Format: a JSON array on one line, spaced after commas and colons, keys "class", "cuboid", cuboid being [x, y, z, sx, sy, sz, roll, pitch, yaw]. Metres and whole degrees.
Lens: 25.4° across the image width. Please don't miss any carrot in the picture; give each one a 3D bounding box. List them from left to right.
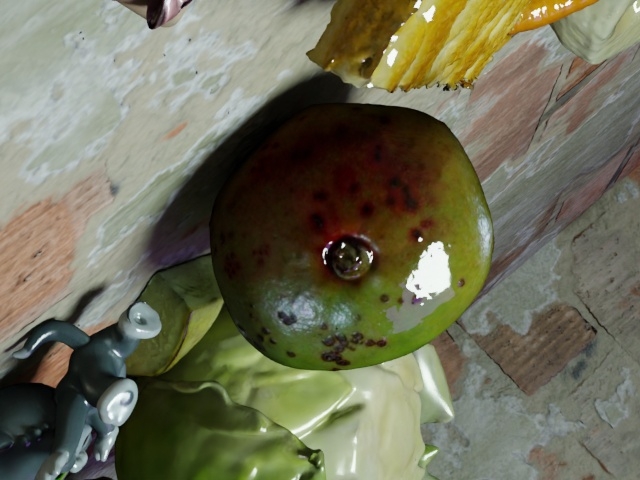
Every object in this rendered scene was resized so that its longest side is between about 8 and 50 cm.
[{"class": "carrot", "cuboid": [0.287, -0.279, 1.555, 0.257, 0.061, 0.061, -16, 168, 8]}]

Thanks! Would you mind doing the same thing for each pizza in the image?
[{"class": "pizza", "cuboid": [0.121, -0.244, 1.257, 0.440, 0.130, 0.406, -49, 169, -18]}]

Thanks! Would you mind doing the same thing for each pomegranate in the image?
[{"class": "pomegranate", "cuboid": [0.027, 0.007, 1.457, 0.291, 0.291, 0.323, -40, 174, -12]}]

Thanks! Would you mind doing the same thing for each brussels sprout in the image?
[{"class": "brussels sprout", "cuboid": [-0.068, 0.235, 1.716, 0.425, 0.361, 0.342, 1, 90, -61]}]

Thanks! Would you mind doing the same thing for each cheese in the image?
[{"class": "cheese", "cuboid": [0.402, -0.355, 1.697, 0.318, 0.115, 0.326, -44, 166, 7]}]

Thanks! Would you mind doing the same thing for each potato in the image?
[{"class": "potato", "cuboid": [-0.155, 0.094, 1.586, 0.120, 0.081, 0.149, -19, 153, -53]}]

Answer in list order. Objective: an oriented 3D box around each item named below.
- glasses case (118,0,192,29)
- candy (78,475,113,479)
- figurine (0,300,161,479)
[{"class": "glasses case", "cuboid": [-0.106, -0.192, 0.904, 0.102, 0.070, 0.193, -46, 166, 7]}, {"class": "candy", "cuboid": [-0.323, 0.392, 1.770, 0.179, 0.135, 0.320, -7, 161, -6]}, {"class": "figurine", "cuboid": [-0.267, 0.172, 1.410, 0.265, 0.140, 0.193, -61, -176, 18]}]
